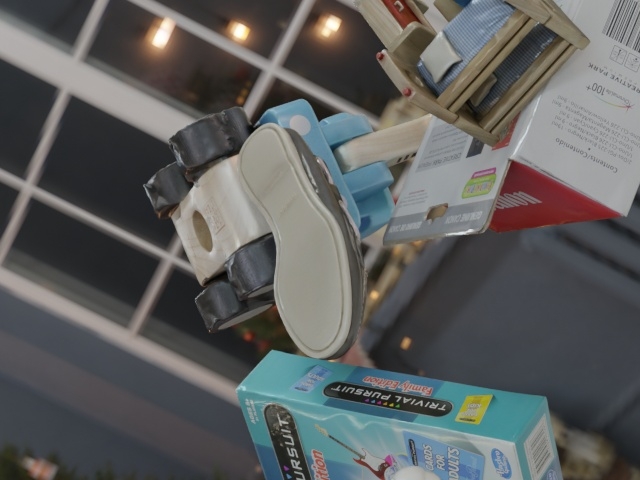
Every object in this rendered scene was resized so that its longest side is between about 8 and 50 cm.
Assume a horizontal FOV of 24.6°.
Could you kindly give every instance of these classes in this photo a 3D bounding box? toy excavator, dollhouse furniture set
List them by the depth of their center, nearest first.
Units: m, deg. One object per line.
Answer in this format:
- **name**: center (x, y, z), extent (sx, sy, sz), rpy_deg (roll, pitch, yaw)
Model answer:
- **dollhouse furniture set**: center (0.114, -0.204, 1.300), extent (0.129, 0.129, 0.184), rpy_deg (-48, 49, 19)
- **toy excavator**: center (0.048, -0.102, 1.853), extent (0.445, 0.222, 0.433), rpy_deg (-22, -9, -25)

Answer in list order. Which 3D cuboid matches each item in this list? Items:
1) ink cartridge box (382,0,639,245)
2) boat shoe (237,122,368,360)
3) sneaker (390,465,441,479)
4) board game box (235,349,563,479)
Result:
- **ink cartridge box**: center (0.205, -0.098, 1.449), extent (0.272, 0.130, 0.309), rpy_deg (-66, 12, -8)
- **boat shoe**: center (0.000, 0.000, 1.595), extent (0.112, 0.095, 0.335), rpy_deg (-45, 43, 25)
- **sneaker**: center (0.106, 0.235, 0.790), extent (0.091, 0.126, 0.240), rpy_deg (102, 160, -69)
- **board game box**: center (0.093, 0.261, 1.545), extent (0.079, 0.336, 0.254), rpy_deg (-45, -50, -42)
